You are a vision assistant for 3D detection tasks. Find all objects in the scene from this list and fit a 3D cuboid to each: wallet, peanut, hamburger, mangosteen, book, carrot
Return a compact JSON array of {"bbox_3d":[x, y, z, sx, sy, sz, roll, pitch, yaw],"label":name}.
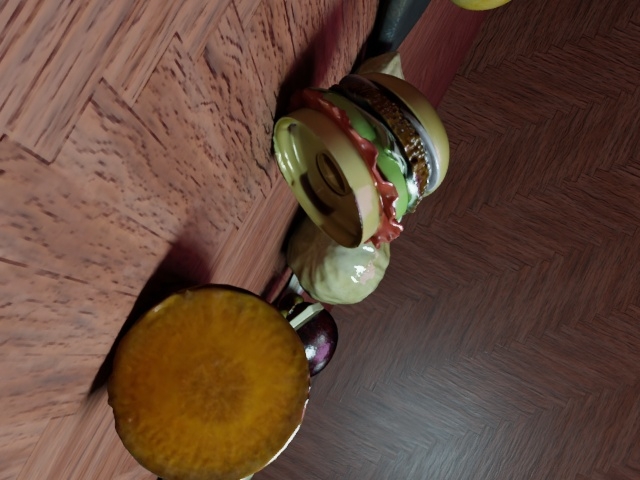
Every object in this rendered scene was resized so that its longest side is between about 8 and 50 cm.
[{"bbox_3d":[0.120,-0.338,0.937,0.170,0.044,0.321,-60,176,-17],"label":"wallet"},{"bbox_3d":[0.022,0.026,1.188,0.152,0.152,0.313,-62,180,-4],"label":"peanut"},{"bbox_3d":[0.046,-0.088,0.748,0.137,0.175,0.175,-36,164,-20],"label":"hamburger"},{"bbox_3d":[-0.045,0.170,1.365,0.152,0.152,0.152,-61,174,-12],"label":"mangosteen"},{"bbox_3d":[-0.081,0.164,1.192,0.199,0.016,0.138,-39,174,3],"label":"book"},{"bbox_3d":[0.060,-0.153,1.030,0.104,0.086,0.228,-48,163,-55],"label":"peanut"},{"bbox_3d":[-0.097,0.107,0.704,0.159,0.159,0.225,-63,-173,1],"label":"carrot"}]

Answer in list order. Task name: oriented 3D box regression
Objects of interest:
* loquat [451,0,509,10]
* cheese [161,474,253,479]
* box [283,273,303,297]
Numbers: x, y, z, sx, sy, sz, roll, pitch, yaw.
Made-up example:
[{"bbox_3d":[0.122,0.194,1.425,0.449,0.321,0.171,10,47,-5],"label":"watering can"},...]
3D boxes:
[{"bbox_3d":[0.230,-0.402,1.077,0.163,0.137,0.163,-29,-135,33],"label":"loquat"},{"bbox_3d":[-0.160,0.371,1.238,0.326,0.115,0.318,-55,172,-9],"label":"cheese"},{"bbox_3d":[-0.001,0.000,1.409,0.220,0.032,0.122,-66,173,28],"label":"box"}]
